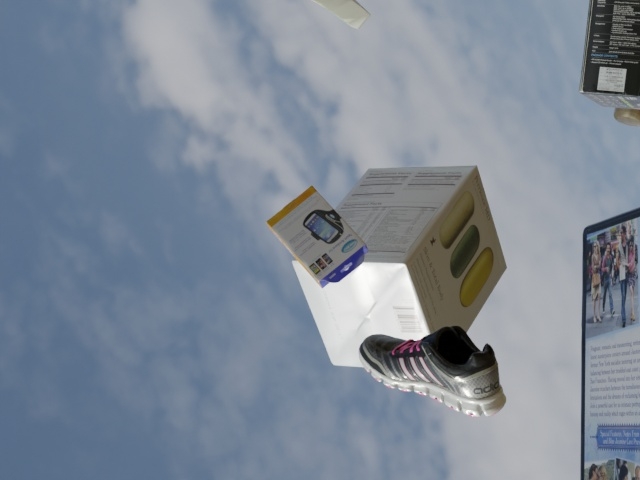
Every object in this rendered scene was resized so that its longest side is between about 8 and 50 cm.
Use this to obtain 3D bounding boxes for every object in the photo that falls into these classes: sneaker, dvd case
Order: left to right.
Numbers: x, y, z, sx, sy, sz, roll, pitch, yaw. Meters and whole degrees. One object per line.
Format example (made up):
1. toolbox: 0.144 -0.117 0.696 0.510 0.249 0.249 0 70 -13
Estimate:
1. sneaker: 0.110 0.113 1.241 0.063 0.170 0.075 -24 -59 -42
2. dvd case: 0.196 0.102 0.717 0.022 0.180 0.253 4 -99 -13

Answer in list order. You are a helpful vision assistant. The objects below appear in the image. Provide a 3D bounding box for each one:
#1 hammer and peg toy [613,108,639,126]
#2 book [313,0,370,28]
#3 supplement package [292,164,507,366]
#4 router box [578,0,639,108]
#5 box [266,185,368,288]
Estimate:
1. hammer and peg toy: 0.481 -0.128 1.357 0.361 0.266 0.127 25 -101 -52
2. book: -0.021 -0.263 1.170 0.144 0.035 0.096 49 -166 26
3. supplement package: 0.127 0.037 1.896 0.263 0.198 0.199 -51 -50 -43
4. router box: 0.194 -0.133 0.789 0.122 0.038 0.092 -7 -78 -71
5. box: 0.000 0.000 1.652 0.136 0.081 0.028 49 173 25
